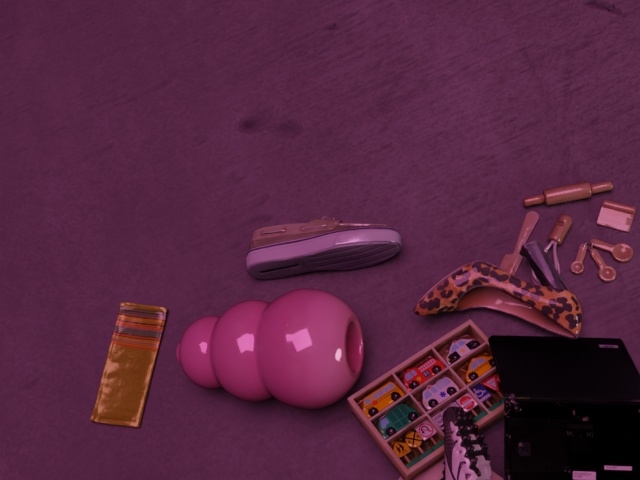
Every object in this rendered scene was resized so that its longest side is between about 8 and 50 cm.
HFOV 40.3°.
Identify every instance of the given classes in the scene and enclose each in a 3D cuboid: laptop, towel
[{"bbox_3d":[0.396,0.288,1.405,0.234,0.136,0.264,1,84,-1],"label":"laptop"},{"bbox_3d":[-0.362,0.232,1.656,0.102,0.021,0.237,3,66,16],"label":"towel"}]

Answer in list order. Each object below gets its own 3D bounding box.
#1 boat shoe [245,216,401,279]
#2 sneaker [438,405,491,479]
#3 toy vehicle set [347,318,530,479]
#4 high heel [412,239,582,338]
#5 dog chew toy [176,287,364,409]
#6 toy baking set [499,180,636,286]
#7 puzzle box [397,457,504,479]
[{"bbox_3d":[0.000,0.000,1.634,0.302,0.109,0.094,-8,61,13],"label":"boat shoe"},{"bbox_3d":[0.213,0.374,1.335,0.106,0.078,0.234,-30,64,30],"label":"sneaker"},{"bbox_3d":[0.199,0.262,1.454,0.267,0.035,0.166,-30,56,-19],"label":"toy vehicle set"},{"bbox_3d":[0.306,0.123,1.493,0.261,0.093,0.186,-23,62,-2],"label":"high heel"},{"bbox_3d":[-0.097,0.192,1.521,0.332,0.206,0.206,-5,64,20],"label":"dog chew toy"},{"bbox_3d":[0.443,-0.012,1.575,0.256,0.030,0.196,-7,64,10],"label":"toy baking set"},{"bbox_3d":[0.168,0.536,1.349,0.272,0.052,0.409,32,74,29],"label":"puzzle box"}]
